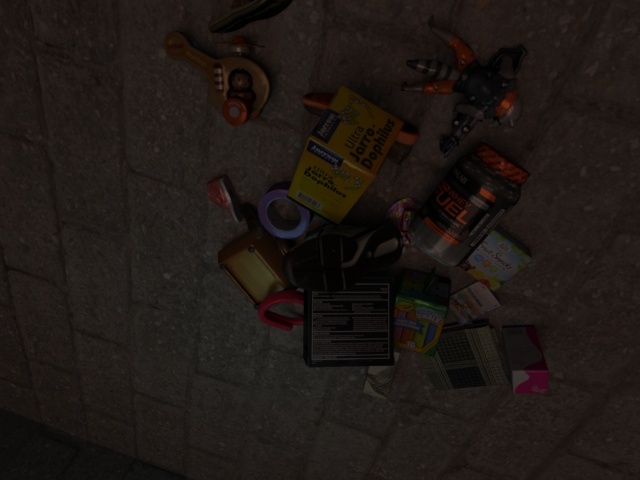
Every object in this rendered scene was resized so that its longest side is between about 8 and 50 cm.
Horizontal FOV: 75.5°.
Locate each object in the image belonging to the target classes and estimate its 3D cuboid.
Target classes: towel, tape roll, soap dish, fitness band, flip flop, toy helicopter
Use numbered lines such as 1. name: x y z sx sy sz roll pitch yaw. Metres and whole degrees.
1. towel: 0.549 0.455 1.622 0.311 0.056 0.325 -16 116 25
2. tape roll: -0.118 -0.106 1.453 0.188 0.080 0.189 7 121 12
3. soap dish: -0.236 0.118 1.589 0.228 0.118 0.291 -28 110 26
4. fitness band: -0.107 0.273 1.603 0.208 0.054 0.290 -35 138 28
5. flip flop: -0.201 -0.660 1.156 0.276 0.112 0.080 -10 102 25
6. toy helicopter: -0.303 -0.525 1.234 0.354 0.140 0.235 31 120 -1

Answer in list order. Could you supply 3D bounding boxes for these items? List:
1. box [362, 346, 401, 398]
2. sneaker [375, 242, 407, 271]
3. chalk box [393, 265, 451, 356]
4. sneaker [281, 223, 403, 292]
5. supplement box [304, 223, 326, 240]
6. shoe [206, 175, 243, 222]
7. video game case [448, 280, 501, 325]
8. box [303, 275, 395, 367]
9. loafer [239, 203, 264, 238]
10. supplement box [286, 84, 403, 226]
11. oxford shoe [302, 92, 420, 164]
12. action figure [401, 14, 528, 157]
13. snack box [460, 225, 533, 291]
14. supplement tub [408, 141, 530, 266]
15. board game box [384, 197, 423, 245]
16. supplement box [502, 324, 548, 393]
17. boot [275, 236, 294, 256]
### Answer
1. box: 0.252 0.516 1.700 0.113 0.094 0.276 12 122 9
2. sneaker: 0.222 0.040 1.457 0.084 0.058 0.152 42 116 -17
3. chalk box: 0.349 0.225 1.453 0.178 0.180 0.289 13 120 13
4. sneaker: 0.025 0.044 1.305 0.257 0.446 0.169 6 104 51
5. supplement box: 0.000 0.000 1.495 0.083 0.056 0.083 -23 111 25
6. shoe: -0.349 -0.143 1.506 0.081 0.063 0.178 -12 110 22
7. video game case: 0.543 0.224 1.490 0.166 0.015 0.119 -37 92 29
8. box: 0.092 0.269 1.434 0.295 0.183 0.295 2 86 -7
9. loafer: -0.241 -0.067 1.496 0.056 0.050 0.148 -31 70 4
10. supplement box: 0.053 -0.219 1.179 0.195 0.194 0.356 30 158 -2
11. oxford shoe: 0.104 -0.333 1.241 0.363 0.130 0.133 23 128 1
12. action figure: 0.378 -0.382 1.114 0.329 0.178 0.342 29 120 9
13. snack box: 0.554 0.044 1.366 0.207 0.070 0.175 35 122 -8
14. supplement tub: 0.434 -0.104 1.225 0.207 0.207 0.338 31 116 -4
15. board game box: 0.302 -0.058 1.380 0.133 0.033 0.169 -39 104 17
16. supplement box: 0.711 0.412 1.445 0.111 0.220 0.114 -6 117 18
17. boot: -0.049 0.079 1.541 0.115 0.112 0.305 -36 112 11
